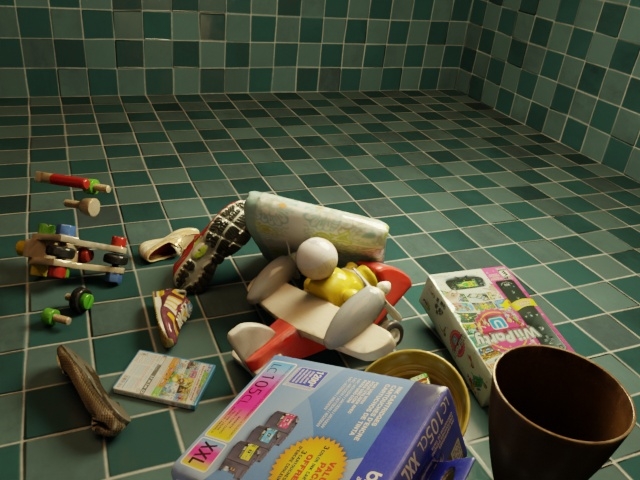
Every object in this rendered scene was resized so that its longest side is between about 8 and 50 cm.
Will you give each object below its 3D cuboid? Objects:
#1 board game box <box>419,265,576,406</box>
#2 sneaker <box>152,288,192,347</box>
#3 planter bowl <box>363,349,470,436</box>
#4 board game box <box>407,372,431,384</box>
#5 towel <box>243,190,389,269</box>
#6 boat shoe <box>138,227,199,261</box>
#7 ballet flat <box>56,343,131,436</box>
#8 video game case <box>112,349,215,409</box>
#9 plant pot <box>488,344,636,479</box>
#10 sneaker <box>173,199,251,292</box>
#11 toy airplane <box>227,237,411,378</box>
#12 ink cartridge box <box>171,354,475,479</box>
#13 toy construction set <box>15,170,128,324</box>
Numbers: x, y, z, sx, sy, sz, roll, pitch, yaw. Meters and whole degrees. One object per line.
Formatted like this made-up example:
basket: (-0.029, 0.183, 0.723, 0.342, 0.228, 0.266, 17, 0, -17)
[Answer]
board game box: (0.387, 0.199, 1.302, 0.223, 0.098, 0.303, -6, 43, -20)
sneaker: (-0.321, 0.163, 1.303, 0.083, 0.070, 0.185, -10, 34, -17)
planter bowl: (0.167, 0.316, 1.070, 0.217, 0.090, 0.217, -11, 53, 15)
board game box: (0.080, 0.327, 1.002, 0.259, 0.030, 0.136, -23, 38, 7)
towel: (0.000, 0.000, 1.418, 0.320, 0.374, 0.090, 10, 74, 8)
boat shoe: (-0.392, 0.018, 1.559, 0.170, 0.063, 0.059, -22, 42, -26)
ballet flat: (-0.434, 0.277, 1.088, 0.249, 0.084, 0.058, 34, 75, 35)
video game case: (-0.306, 0.273, 1.166, 0.166, 0.015, 0.119, 10, 29, 6)
plant pot: (0.370, 0.331, 0.977, 0.215, 0.231, 0.215, 4, 29, -2)
sneaker: (-0.270, -0.002, 1.451, 0.279, 0.107, 0.118, -46, 32, -2)
toy airplane: (-0.019, 0.131, 1.207, 0.385, 0.273, 0.384, -3, 18, 15)
ink cartridge box: (0.025, 0.324, 0.836, 0.395, 0.151, 0.270, 2, 33, 38)
toy construction set: (-0.607, -0.010, 1.346, 0.237, 0.309, 0.257, 10, 21, 16)
